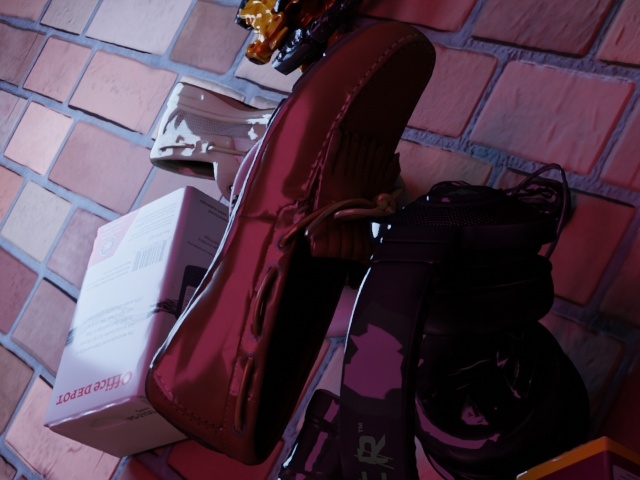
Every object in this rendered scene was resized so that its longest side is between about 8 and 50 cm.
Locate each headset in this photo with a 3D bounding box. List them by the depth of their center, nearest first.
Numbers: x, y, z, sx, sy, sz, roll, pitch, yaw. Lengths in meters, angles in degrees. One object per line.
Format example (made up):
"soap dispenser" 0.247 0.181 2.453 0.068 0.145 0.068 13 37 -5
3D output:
"headset" 0.091 0.065 1.151 0.185 0.243 0.394 2 34 28

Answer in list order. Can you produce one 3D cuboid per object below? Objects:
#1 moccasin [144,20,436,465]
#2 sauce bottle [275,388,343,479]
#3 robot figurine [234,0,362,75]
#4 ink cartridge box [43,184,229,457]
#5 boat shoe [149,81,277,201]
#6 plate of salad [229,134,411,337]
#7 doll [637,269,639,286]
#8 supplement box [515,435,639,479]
"moccasin" -0.001 -0.001 1.290 0.147 0.139 0.380 24 78 31
"sauce bottle" -0.044 0.288 1.272 0.111 0.111 0.344 17 78 58
"robot figurine" 0.024 -0.296 1.659 0.291 0.085 0.211 -53 32 12
"ink cartridge box" -0.171 0.086 1.617 0.172 0.100 0.237 -22 48 45
"boat shoe" -0.052 -0.072 1.536 0.302 0.109 0.098 22 83 41
"plate of salad" -0.006 -0.009 1.421 0.199 0.048 0.200 7 103 32
"doll" 0.294 0.045 1.045 0.129 0.046 0.189 -53 38 -5
"supplement box" 0.187 0.234 0.993 0.081 0.104 0.188 -33 41 38
